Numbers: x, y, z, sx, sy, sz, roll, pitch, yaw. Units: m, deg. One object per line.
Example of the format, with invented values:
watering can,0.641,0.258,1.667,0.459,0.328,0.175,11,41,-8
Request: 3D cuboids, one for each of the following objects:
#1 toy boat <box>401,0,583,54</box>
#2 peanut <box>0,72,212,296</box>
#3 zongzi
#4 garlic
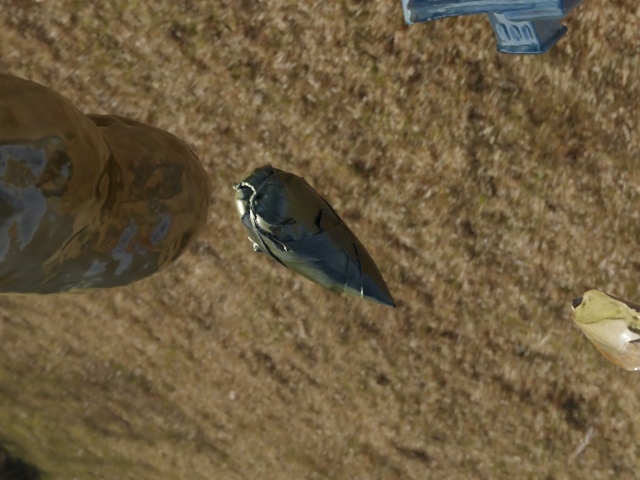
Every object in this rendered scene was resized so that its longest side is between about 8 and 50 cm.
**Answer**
toy boat,0.144,-0.191,0.845,0.215,0.088,0.102,11,135,51
peanut,-0.238,-0.044,0.845,0.192,0.387,0.170,-37,69,27
zongzi,0.000,0.000,0.709,0.119,0.055,0.109,33,172,16
garlic,0.407,0.123,1.373,0.101,0.195,0.087,35,91,-12
